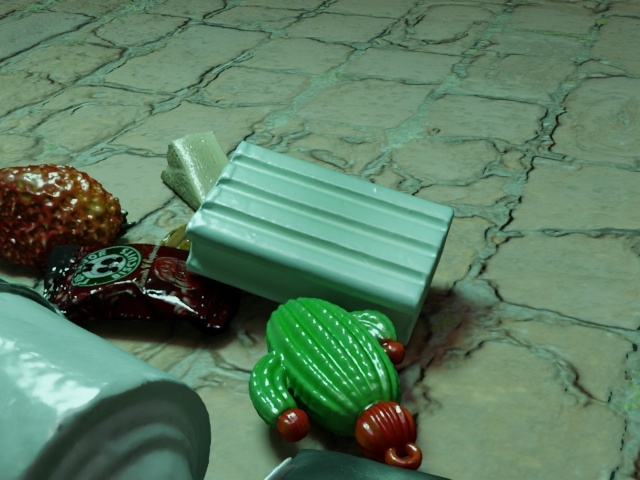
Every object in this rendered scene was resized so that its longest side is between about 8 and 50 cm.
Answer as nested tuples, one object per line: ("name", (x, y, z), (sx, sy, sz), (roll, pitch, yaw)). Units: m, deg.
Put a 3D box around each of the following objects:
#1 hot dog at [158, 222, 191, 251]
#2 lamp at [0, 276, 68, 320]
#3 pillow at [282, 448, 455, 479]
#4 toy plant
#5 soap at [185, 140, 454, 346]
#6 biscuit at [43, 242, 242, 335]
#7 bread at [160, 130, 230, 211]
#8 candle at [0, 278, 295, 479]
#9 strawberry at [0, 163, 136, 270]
("hot dog", (-0.185, 0.007, 1.173), (0.044, 0.028, 0.137), (5, 30, 25))
("lamp", (-0.304, 0.099, 0.925), (0.250, 0.101, 0.101), (29, 40, 32))
("pillow", (0.003, 0.235, 0.669), (0.186, 0.106, 0.250), (5, 24, 27))
("toy plant", (0.009, 0.134, 0.872), (0.155, 0.088, 0.240), (0, 30, -1))
("soap", (0.000, 0.000, 1.035), (0.266, 0.087, 0.159), (18, 49, 9))
("biscuit", (-0.209, 0.054, 1.047), (0.236, 0.063, 0.151), (0, 28, 2))
("bread", (-0.165, -0.071, 1.320), (0.077, 0.105, 0.152), (-15, 63, -25))
("candle", (-0.220, 0.163, 0.688), (0.343, 0.221, 0.221), (21, 36, 32))
("strawberry", (-0.357, -0.052, 1.156), (0.236, 0.106, 0.175), (-4, 45, -26))
